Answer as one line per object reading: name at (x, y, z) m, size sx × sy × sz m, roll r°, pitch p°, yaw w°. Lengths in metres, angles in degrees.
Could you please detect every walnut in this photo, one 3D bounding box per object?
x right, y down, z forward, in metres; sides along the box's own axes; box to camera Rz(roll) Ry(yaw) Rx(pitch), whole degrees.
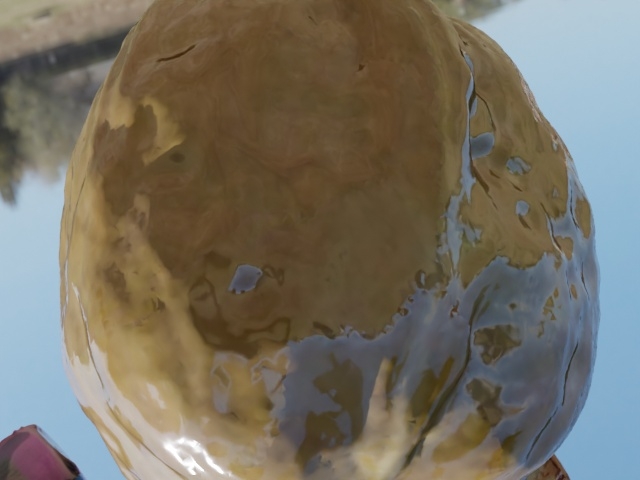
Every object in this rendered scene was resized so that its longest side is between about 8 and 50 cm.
walnut at (0.000, -0.002, 0.885) m, size 0.306 × 0.344 × 0.306 m, roll -9°, pitch 150°, yaw -5°

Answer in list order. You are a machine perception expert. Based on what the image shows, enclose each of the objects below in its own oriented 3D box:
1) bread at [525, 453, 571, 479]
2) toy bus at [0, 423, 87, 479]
bread at (0.046, 0.246, 1.123) m, size 0.295 × 0.327 × 0.114 m, roll 12°, pitch -179°, yaw 2°
toy bus at (-0.303, 0.257, 1.231) m, size 0.274 × 0.090 × 0.112 m, roll -39°, pitch 166°, yaw -23°
